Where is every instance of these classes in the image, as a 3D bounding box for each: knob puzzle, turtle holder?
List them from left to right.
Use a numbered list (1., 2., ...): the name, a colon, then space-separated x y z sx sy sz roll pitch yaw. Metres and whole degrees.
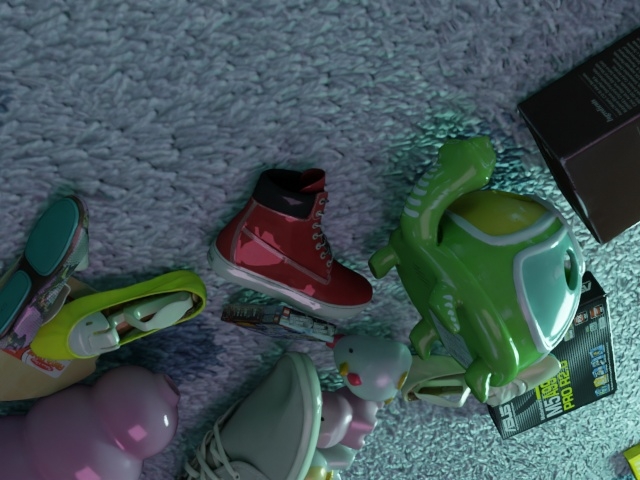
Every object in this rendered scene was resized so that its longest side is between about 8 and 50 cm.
1. knob puzzle: -0.367 0.122 1.311 0.213 0.030 0.213 -13 121 -23
2. turtle holder: 0.206 0.026 1.363 0.227 0.243 0.320 -34 95 -11

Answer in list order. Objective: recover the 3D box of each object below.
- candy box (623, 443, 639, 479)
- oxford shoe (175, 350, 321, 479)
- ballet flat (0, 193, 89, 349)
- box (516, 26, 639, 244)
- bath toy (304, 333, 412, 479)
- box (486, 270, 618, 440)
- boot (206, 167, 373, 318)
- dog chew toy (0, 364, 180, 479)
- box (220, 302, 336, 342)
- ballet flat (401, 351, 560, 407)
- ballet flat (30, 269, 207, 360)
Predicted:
1. candy box: 0.695 0.396 2.004 0.206 0.027 0.105 -30 131 5
2. oxford shoe: -0.128 0.335 1.528 0.130 0.169 0.449 11 130 -28
3. ballet flat: -0.326 0.041 1.234 0.079 0.077 0.221 17 112 -53
4. box: 0.468 -0.181 1.318 0.381 0.143 0.191 -33 134 6
5. bath toy: 0.012 0.274 1.559 0.129 0.151 0.348 29 121 1
6. box: 0.362 0.191 1.662 0.216 0.060 0.270 -23 134 -2
7. boot: 0.000 0.000 1.330 0.244 0.088 0.176 21 118 -31
8. dog chew toy: -0.334 0.287 1.380 0.332 0.206 0.206 -36 134 1
9. box: -0.057 0.110 1.382 0.094 0.137 0.027 23 75 -37
10. ballet flat: 0.233 0.213 1.542 0.248 0.086 0.086 -5 140 24
11. ballet flat: -0.248 0.099 1.295 0.231 0.077 0.077 -21 121 -18
